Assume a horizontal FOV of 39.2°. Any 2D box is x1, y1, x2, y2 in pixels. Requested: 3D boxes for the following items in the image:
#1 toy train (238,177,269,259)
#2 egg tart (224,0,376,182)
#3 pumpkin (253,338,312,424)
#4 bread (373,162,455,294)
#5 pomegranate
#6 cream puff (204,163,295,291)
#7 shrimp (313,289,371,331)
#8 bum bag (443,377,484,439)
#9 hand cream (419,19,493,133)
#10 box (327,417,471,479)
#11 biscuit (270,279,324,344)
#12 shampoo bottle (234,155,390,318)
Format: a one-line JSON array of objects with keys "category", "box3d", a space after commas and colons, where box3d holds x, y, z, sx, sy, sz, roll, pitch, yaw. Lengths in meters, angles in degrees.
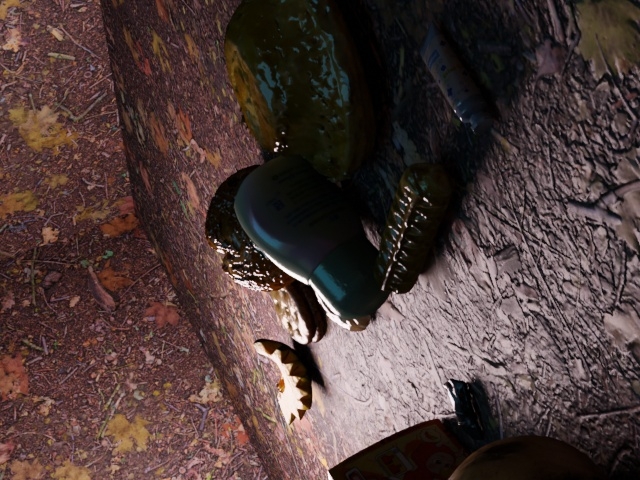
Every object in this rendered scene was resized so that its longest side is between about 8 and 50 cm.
[{"category": "toy train", "box3d": [-0.087, -0.060, 1.964, 0.112, 0.163, 0.203, 3, 114, 68]}, {"category": "egg tart", "box3d": [-0.061, -0.299, 1.606, 0.443, 0.178, 0.443, 57, 160, 34]}, {"category": "pumpkin", "box3d": [-0.067, 0.369, 2.529, 0.130, 0.149, 0.254, -23, 91, 32]}, {"category": "bread", "box3d": [0.148, -0.012, 1.496, 0.367, 0.084, 0.077, 100, -177, -60]}, {"category": "pomegranate", "box3d": [0.301, 0.423, 1.239, 0.322, 0.322, 0.322, 54, 157, 36]}, {"category": "cream puff", "box3d": [-0.162, -0.016, 2.148, 0.303, 0.212, 0.303, 49, 155, 33]}, {"category": "shrimp", "box3d": [0.033, 0.065, 1.909, 0.164, 0.062, 0.317, 9, 126, 44]}, {"category": "bum bag", "box3d": [0.256, 0.302, 1.609, 0.058, 0.034, 0.124, -6, 106, 56]}, {"category": "hand cream", "box3d": [0.183, -0.220, 1.229, 0.065, 0.043, 0.171, 110, 140, -56]}, {"category": "box", "box3d": [0.195, 0.527, 1.678, 0.283, 0.259, 0.214, 44, 148, 50]}, {"category": "biscuit", "box3d": [-0.064, 0.167, 2.301, 0.220, 0.066, 0.220, 55, 158, 35]}, {"category": "shampoo bottle", "box3d": [0.000, 0.000, 1.740, 0.349, 0.222, 0.151, 48, 138, 17]}]
